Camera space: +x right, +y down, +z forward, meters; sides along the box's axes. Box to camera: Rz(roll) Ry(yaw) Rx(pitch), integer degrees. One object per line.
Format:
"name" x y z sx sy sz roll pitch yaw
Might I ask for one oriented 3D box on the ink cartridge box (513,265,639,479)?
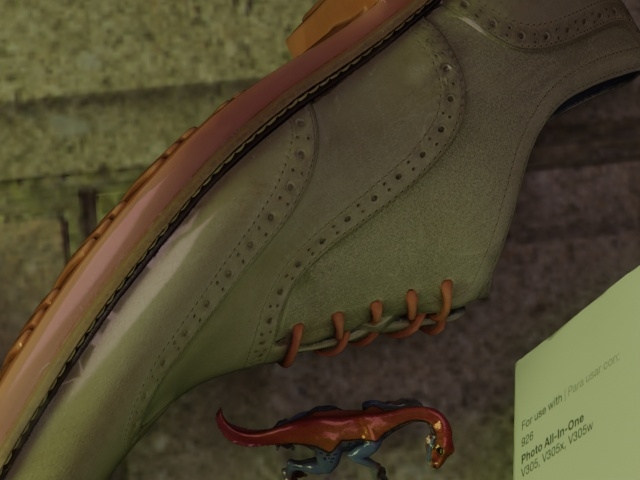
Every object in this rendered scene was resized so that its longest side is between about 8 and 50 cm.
"ink cartridge box" 0.189 0.170 0.608 0.211 0.121 0.289 17 54 -19

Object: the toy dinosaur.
"toy dinosaur" 0.015 0.090 0.718 0.082 0.090 0.047 -25 63 37

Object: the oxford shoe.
"oxford shoe" 0.000 0.000 0.692 0.146 0.140 0.397 44 75 -4
